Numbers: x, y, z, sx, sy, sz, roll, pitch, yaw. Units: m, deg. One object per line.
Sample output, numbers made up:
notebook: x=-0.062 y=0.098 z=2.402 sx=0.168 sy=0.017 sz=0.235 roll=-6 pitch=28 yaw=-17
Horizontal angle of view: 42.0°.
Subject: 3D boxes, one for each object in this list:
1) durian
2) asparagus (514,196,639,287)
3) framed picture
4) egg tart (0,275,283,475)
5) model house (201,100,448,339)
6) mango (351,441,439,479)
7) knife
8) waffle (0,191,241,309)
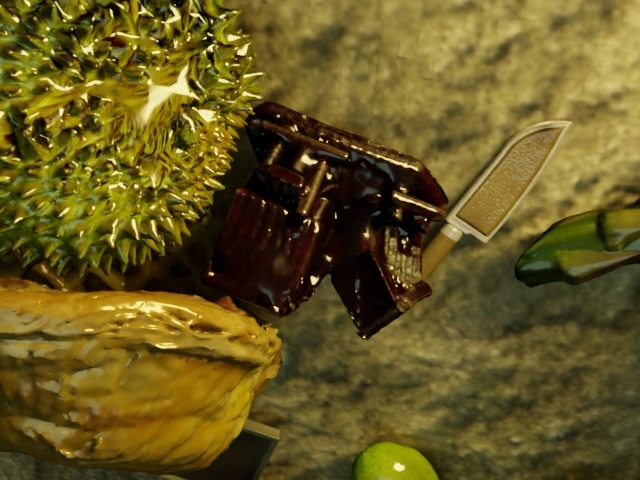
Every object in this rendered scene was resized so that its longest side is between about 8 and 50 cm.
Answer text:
durian: x=-0.171 y=-0.123 z=0.627 sx=0.291 sy=0.291 sz=0.224 roll=39 pitch=130 yaw=-15
asparagus: x=0.309 y=-0.014 z=0.707 sx=0.287 sy=0.080 sz=0.080 roll=-9 pitch=122 yaw=26
framed picture: x=-0.187 y=0.244 z=1.021 sx=0.250 sy=0.016 sz=0.184 roll=19 pitch=134 yaw=-3
egg tart: x=-0.201 y=0.111 z=0.711 sx=0.339 sy=0.153 sz=0.351 roll=10 pitch=166 yaw=-3
model house: x=0.008 y=-0.005 z=0.729 sx=0.203 sy=0.164 sz=0.141 roll=16 pitch=132 yaw=0
mango: x=0.090 y=0.308 z=0.974 sx=0.117 sy=0.089 sz=0.163 roll=9 pitch=125 yaw=7
knife: x=0.141 y=-0.018 z=0.773 sx=0.046 sy=0.022 sz=0.256 roll=36 pitch=121 yaw=-1
waffle: x=-0.223 y=0.021 z=0.859 sx=0.297 sy=0.073 sz=0.317 roll=6 pitch=128 yaw=8
